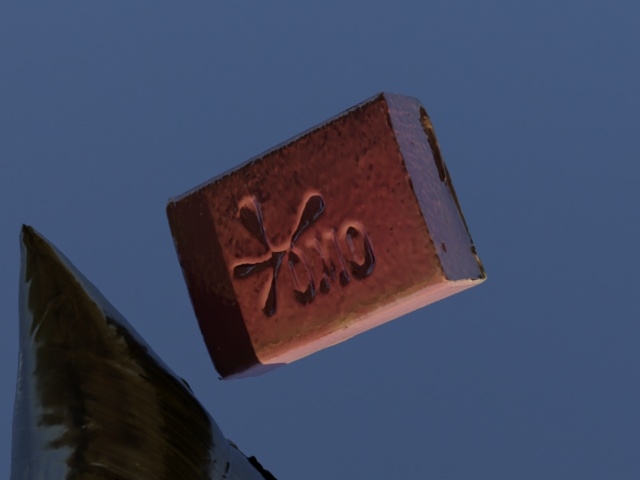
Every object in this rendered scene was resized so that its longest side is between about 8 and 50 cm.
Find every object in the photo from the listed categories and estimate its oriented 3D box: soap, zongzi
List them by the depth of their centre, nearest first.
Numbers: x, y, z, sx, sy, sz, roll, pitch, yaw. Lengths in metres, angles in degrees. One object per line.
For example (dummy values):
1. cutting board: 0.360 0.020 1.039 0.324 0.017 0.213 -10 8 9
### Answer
1. zongzi: -0.208 0.200 1.103 0.207 0.403 0.432 -34 -91 22
2. soap: -0.001 0.000 1.242 0.081 0.259 0.181 -1 -109 -58
